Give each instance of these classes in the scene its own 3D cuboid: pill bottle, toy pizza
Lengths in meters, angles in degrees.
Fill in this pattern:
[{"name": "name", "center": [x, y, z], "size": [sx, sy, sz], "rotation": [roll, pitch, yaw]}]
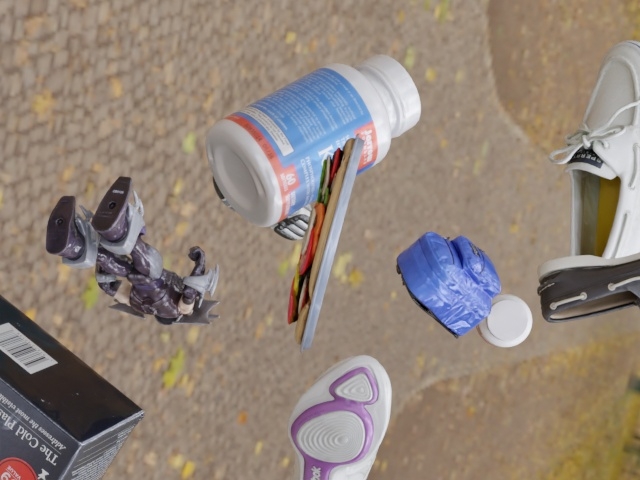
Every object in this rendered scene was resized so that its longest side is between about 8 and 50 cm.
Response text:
[{"name": "pill bottle", "center": [0.295, 0.129, 1.956], "size": [0.152, 0.086, 0.086], "rotation": [54, 52, -84]}, {"name": "toy pizza", "center": [0.000, 0.000, 1.082], "size": [0.201, 0.032, 0.201], "rotation": [15, 90, -89]}, {"name": "pill bottle", "center": [-0.002, -0.116, 1.310], "size": [0.221, 0.124, 0.124], "rotation": [-32, 141, -25]}]

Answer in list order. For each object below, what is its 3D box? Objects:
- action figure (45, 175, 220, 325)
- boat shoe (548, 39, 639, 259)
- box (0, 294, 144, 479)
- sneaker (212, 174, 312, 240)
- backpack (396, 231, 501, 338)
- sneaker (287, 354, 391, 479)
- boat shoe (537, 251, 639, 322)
[{"name": "action figure", "center": [-0.231, 0.033, 1.563], "size": [0.285, 0.185, 0.099], "rotation": [56, 35, -56]}, {"name": "boat shoe", "center": [0.401, -0.115, 1.741], "size": [0.156, 0.136, 0.367], "rotation": [8, 87, -37]}, {"name": "box", "center": [-0.479, 0.272, 1.672], "size": [0.312, 0.343, 0.179], "rotation": [-58, 167, 17]}, {"name": "sneaker", "center": [-0.092, -0.100, 1.875], "size": [0.228, 0.086, 0.132], "rotation": [40, 33, -47]}, {"name": "backpack", "center": [0.159, 0.042, 1.540], "size": [0.101, 0.120, 0.098], "rotation": [-45, -147, 15]}, {"name": "sneaker", "center": [0.020, 0.241, 1.530], "size": [0.152, 0.114, 0.305], "rotation": [-61, 171, -52]}, {"name": "boat shoe", "center": [0.199, 0.028, 0.766], "size": [0.046, 0.125, 0.038], "rotation": [55, 32, -60]}]
